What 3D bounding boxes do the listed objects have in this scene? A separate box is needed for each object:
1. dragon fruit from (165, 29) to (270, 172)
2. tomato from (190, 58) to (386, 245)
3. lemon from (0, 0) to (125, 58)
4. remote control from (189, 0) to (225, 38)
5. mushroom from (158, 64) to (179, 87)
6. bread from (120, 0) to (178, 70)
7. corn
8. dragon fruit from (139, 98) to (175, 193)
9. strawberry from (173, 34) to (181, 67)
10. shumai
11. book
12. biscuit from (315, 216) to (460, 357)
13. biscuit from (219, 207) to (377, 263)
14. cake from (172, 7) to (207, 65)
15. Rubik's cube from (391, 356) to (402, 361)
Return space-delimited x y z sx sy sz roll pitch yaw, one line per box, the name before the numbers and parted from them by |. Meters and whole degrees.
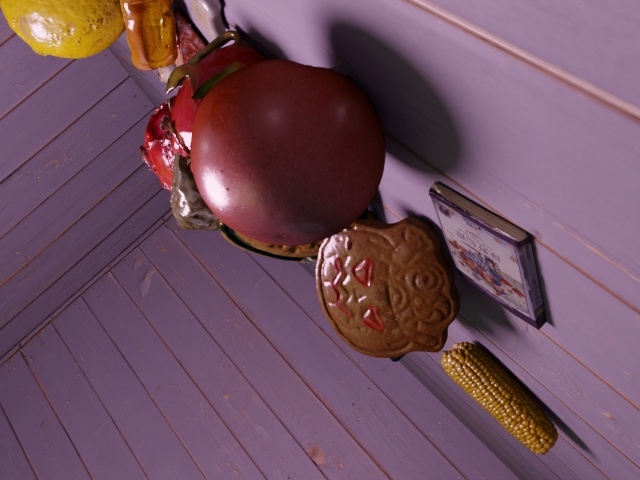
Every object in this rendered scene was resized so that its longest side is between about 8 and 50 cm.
dragon fruit | -0.158 -0.222 0.946 0.224 0.227 0.224 51 168 15
tomato | -0.041 -0.110 0.726 0.256 0.256 0.224 69 -161 -71
lemon | -0.524 -0.516 1.137 0.258 0.310 0.258 36 -161 -14
remote control | -0.194 -0.394 0.930 0.074 0.032 0.122 47 172 0
mushroom | -0.398 -0.467 1.568 0.209 0.071 0.084 37 136 40
bread | -0.347 -0.439 1.111 0.245 0.102 0.094 121 133 -66
corn | 0.394 0.335 1.224 0.310 0.101 0.101 41 171 14
dragon fruit | -0.383 -0.278 1.653 0.296 0.295 0.302 42 -177 35
strawberry | -0.337 -0.462 1.333 0.103 0.048 0.152 52 160 10
shumai | -0.152 -0.142 1.159 0.289 0.291 0.330 9 -160 -6
book | 0.235 0.027 0.771 0.157 0.026 0.231 40 170 42
biscuit | 0.111 0.091 0.966 0.258 0.049 0.272 -3 115 28
biscuit | -0.017 -0.034 1.069 0.344 0.288 0.057 19 -128 -45
cake | -0.284 -0.378 1.199 0.220 0.117 0.086 50 178 -28
Rubik's cube | 0.142 0.115 1.146 0.184 0.187 0.182 50 173 -5
